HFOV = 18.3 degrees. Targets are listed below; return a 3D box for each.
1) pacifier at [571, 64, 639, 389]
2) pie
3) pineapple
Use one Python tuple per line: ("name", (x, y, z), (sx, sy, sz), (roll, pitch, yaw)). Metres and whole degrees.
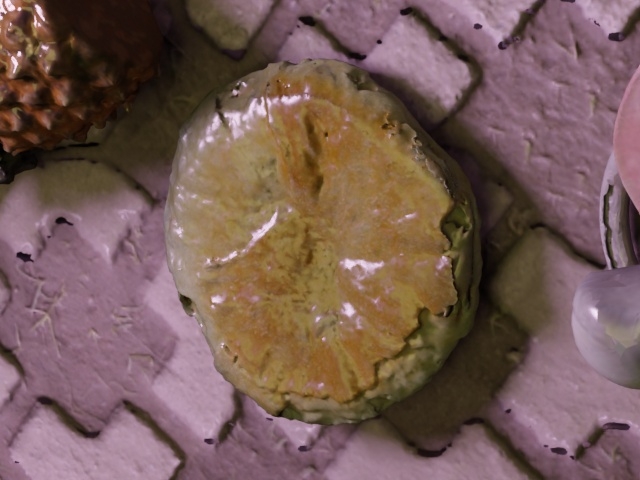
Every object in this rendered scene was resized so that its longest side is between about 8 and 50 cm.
("pacifier", (0.289, 0.015, 1.347), (0.220, 0.273, 0.332), (-10, 102, 15))
("pie", (0.000, 0.000, 1.586), (0.306, 0.071, 0.306), (8, 110, 24))
("pineapple", (-0.281, -0.111, 1.662), (0.340, 0.169, 0.169), (-36, 87, 36))
